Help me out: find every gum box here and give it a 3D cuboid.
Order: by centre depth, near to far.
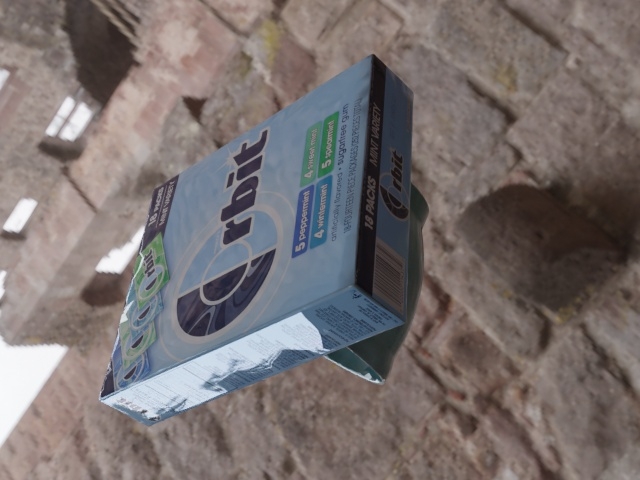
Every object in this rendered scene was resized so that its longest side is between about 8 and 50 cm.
[{"bbox_3d":[-0.034,0.003,0.535,0.041,0.184,0.157,38,-139,-34],"label":"gum box"}]

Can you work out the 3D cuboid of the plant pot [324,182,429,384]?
[{"bbox_3d":[0.000,0.000,1.090,0.293,0.196,0.293,33,169,7],"label":"plant pot"}]
